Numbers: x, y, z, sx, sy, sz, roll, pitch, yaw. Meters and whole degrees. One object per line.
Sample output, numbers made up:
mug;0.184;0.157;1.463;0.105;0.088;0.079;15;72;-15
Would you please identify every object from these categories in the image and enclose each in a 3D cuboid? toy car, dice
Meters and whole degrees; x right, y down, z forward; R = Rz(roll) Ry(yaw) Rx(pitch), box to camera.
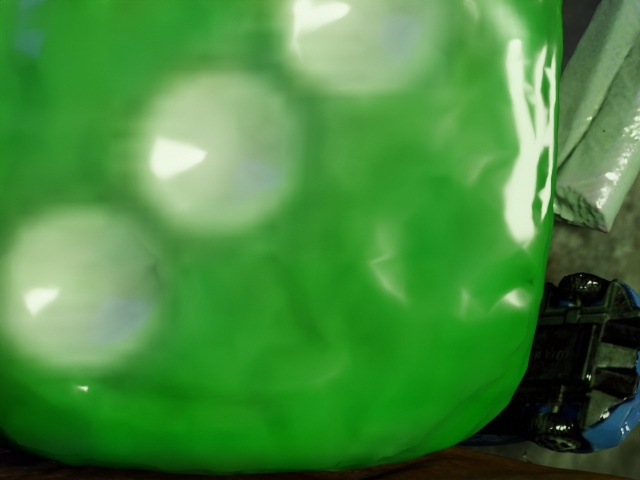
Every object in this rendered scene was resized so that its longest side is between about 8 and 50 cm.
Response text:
toy car;0.100;0.078;0.985;0.216;0.063;0.103;-8;58;45
dice;-0.046;-0.057;0.863;0.297;0.287;0.300;2;97;-2

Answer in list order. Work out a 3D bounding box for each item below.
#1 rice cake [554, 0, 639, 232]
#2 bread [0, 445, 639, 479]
rice cake;0.191;-0.107;1.041;0.080;0.042;0.221;23;78;36
bread;-0.011;0.177;0.825;0.324;0.333;0.143;5;93;35
